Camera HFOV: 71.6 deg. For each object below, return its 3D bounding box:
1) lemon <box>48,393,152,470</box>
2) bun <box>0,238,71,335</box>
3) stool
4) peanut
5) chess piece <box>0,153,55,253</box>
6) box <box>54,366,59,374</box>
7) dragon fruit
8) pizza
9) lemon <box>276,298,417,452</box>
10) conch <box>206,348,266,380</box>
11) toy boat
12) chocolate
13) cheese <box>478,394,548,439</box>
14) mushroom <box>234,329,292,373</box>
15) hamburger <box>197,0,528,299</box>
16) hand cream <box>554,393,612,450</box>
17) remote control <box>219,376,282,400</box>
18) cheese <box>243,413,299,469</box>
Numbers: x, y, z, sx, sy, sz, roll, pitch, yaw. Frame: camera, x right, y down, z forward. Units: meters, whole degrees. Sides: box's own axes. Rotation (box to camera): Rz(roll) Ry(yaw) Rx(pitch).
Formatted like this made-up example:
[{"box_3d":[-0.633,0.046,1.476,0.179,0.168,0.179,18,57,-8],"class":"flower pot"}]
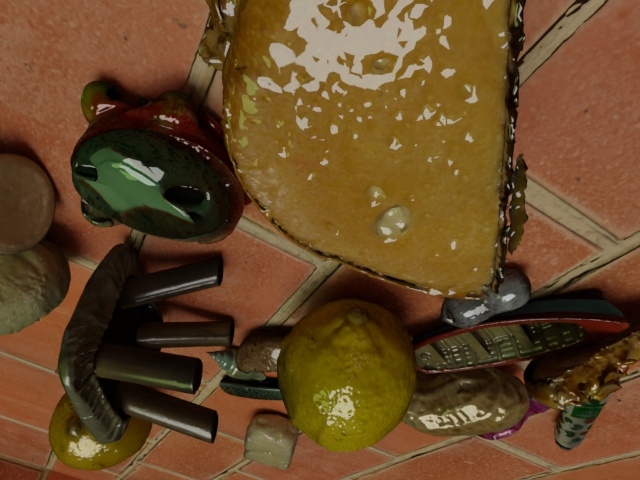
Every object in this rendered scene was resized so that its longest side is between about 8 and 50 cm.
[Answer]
[{"box_3d":[-0.610,0.507,1.243,0.258,0.257,0.310,8,159,5],"class":"lemon"},{"box_3d":[-0.604,0.060,0.818,0.260,0.259,0.152,1,117,12],"class":"bun"},{"box_3d":[-0.303,0.198,0.852,0.227,0.310,0.310,2,136,-2],"class":"stool"},{"box_3d":[0.282,0.348,0.975,0.326,0.140,0.153,-6,115,25],"class":"peanut"},{"box_3d":[-0.634,-0.077,0.748,0.300,0.166,0.166,8,136,11],"class":"chess piece"},{"box_3d":[-0.581,0.331,1.170,0.175,0.112,0.048,33,132,-19],"class":"box"},{"box_3d":[-0.238,-0.095,0.658,0.269,0.130,0.295,-25,125,38],"class":"dragon fruit"},{"box_3d":[0.483,0.214,0.794,0.288,0.073,0.251,-24,167,-6],"class":"pizza"},{"box_3d":[0.050,0.247,0.834,0.269,0.268,0.321,6,141,7],"class":"lemon"},{"box_3d":[-0.215,0.311,1.100,0.088,0.065,0.180,-28,129,33],"class":"conch"},{"box_3d":[0.341,0.175,0.826,0.392,0.079,0.136,-25,122,34],"class":"toy boat"},{"box_3d":[0.283,0.102,0.772,0.072,0.072,0.167,37,129,-23],"class":"chocolate"},{"box_3d":[0.450,0.411,1.053,0.244,0.062,0.155,-34,123,21],"class":"cheese"},{"box_3d":[-0.112,0.247,1.005,0.210,0.072,0.094,-6,106,17],"class":"mushroom"},{"box_3d":[0.036,-0.147,0.433,0.287,0.268,0.445,-5,138,15],"class":"hamburger"},{"box_3d":[0.590,0.396,1.012,0.096,0.059,0.275,0,130,10],"class":"hand cream"},{"box_3d":[-0.166,0.399,1.194,0.222,0.042,0.072,-1,134,16],"class":"remote control"},{"box_3d":[-0.156,0.626,1.387,0.159,0.092,0.262,11,135,-3],"class":"cheese"}]
